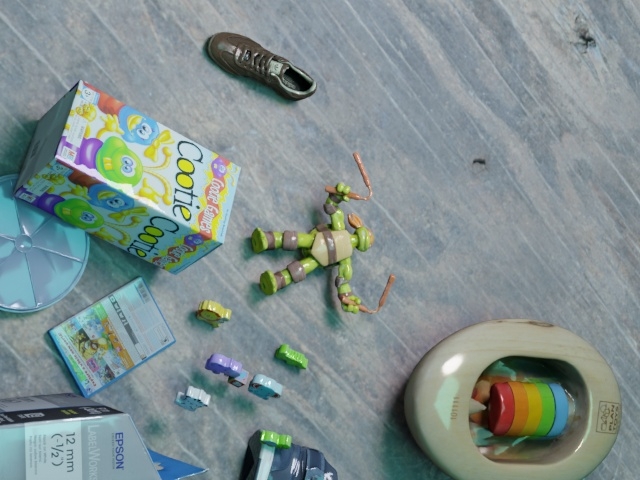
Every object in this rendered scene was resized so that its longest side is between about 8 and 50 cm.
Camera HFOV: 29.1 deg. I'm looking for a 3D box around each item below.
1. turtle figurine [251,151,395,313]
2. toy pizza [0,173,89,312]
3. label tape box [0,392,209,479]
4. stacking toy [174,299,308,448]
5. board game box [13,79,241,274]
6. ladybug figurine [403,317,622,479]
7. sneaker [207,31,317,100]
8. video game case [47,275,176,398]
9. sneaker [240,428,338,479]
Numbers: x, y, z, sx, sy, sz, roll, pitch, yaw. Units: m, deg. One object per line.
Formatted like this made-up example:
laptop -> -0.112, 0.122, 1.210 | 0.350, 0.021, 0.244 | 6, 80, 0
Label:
turtle figurine -> 0.000, 0.000, 2.000 | 0.217, 0.087, 0.270 | -12, 104, -21
toy pizza -> -0.434, 0.004, 1.790 | 0.201, 0.032, 0.201 | -1, 92, -29
label tape box -> -0.362, 0.278, 1.706 | 0.347, 0.249, 0.115 | -3, 92, -29
stacking toy -> -0.115, 0.211, 1.924 | 0.221, 0.052, 0.167 | 30, 54, -26
board game box -> -0.276, -0.086, 1.791 | 0.275, 0.142, 0.144 | 28, 54, -27
ladybug figurine -> 0.327, 0.286, 2.139 | 0.449, 0.162, 0.305 | 11, 84, -28
sneaker -> -0.086, -0.282, 1.960 | 0.188, 0.071, 0.066 | 23, 79, -28
video game case -> -0.314, 0.145, 1.867 | 0.166, 0.015, 0.119 | -32, 106, -25
sneaker -> -0.058, 0.433, 1.969 | 0.163, 0.086, 0.226 | 22, 78, -25
